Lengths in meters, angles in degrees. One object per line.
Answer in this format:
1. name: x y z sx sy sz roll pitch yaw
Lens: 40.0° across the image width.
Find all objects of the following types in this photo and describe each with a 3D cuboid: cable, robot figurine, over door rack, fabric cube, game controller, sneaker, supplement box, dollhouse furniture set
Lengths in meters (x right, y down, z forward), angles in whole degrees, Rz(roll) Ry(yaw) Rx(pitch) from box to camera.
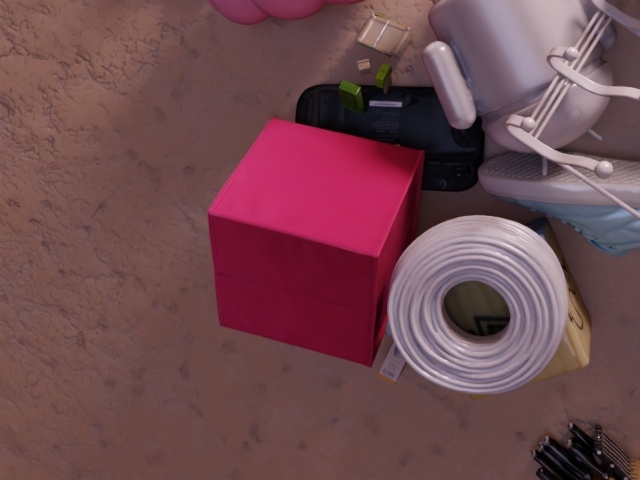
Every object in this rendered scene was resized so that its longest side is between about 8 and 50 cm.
1. cable: 0.221 0.093 1.253 0.257 0.089 0.257 14 109 14
2. robot figurine: 0.289 -0.277 1.264 0.299 0.200 0.354 -28 96 -11
3. over door rack: 0.432 -0.153 1.141 0.324 0.108 0.240 35 83 -13
4. fabric cube: 0.000 0.000 1.376 0.258 0.254 0.259 14 135 13
5. game controller: 0.108 -0.169 1.440 0.319 0.067 0.167 5 93 16
6. sneaker: 0.416 -0.042 1.332 0.365 0.135 0.150 10 120 23
7. supplement box: 0.140 0.192 1.528 0.036 0.062 0.098 27 112 10
8. dollhouse furniture set: 0.085 -0.281 1.404 0.076 0.058 0.152 24 74 17

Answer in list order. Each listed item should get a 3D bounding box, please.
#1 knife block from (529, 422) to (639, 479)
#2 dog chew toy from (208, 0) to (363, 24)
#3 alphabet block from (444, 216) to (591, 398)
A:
1. knife block: 0.481 0.448 1.480 0.242 0.088 0.276 -3 105 20
2. dog chew toy: -0.035 -0.431 1.333 0.331 0.206 0.207 -18 100 30
3. alphabet block: 0.298 0.104 1.382 0.193 0.192 0.197 -22 99 24
